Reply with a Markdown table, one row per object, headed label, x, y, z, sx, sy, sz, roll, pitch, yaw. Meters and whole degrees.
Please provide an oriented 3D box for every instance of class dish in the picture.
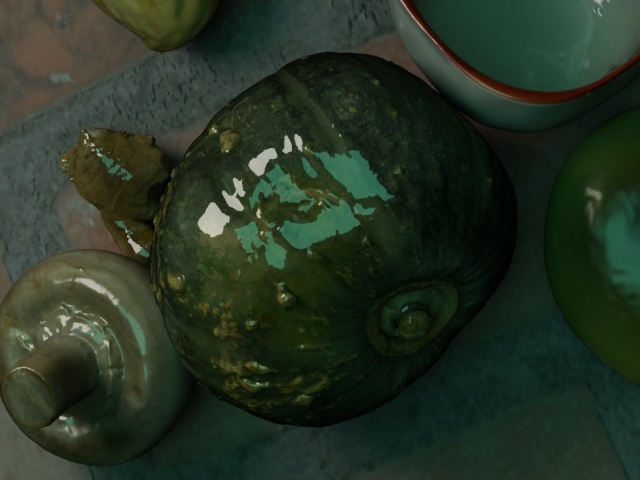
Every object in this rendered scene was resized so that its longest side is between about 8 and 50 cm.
| label | x | y | z | sx | sy | sz | roll | pitch | yaw |
| --- | --- | --- | --- | --- | --- | --- | --- | --- | --- |
| dish | 0.179 | -0.201 | 1.537 | 0.256 | 0.117 | 0.256 | 3 | 62 | -5 |

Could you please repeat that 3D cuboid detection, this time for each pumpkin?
| label | x | y | z | sx | sy | sz | roll | pitch | yaw |
| --- | --- | --- | --- | --- | --- | --- | --- | --- | --- |
| pumpkin | 0.000 | 0.000 | 1.513 | 0.327 | 0.291 | 0.257 | -39 | 49 | 0 |

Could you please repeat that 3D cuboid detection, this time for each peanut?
| label | x | y | z | sx | sy | sz | roll | pitch | yaw |
| --- | --- | --- | --- | --- | --- | --- | --- | --- | --- |
| peanut | -0.201 | -0.326 | 1.647 | 0.147 | 0.147 | 0.319 | -36 | 78 | 10 |

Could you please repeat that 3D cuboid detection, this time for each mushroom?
| label | x | y | z | sx | sy | sz | roll | pitch | yaw |
| --- | --- | --- | --- | --- | --- | --- | --- | --- | --- |
| mushroom | -0.225 | 0.116 | 1.599 | 0.207 | 0.215 | 0.207 | 4 | 103 | 20 |

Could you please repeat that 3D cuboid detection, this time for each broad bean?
| label | x | y | z | sx | sy | sz | roll | pitch | yaw |
| --- | --- | --- | --- | --- | --- | --- | --- | --- | --- |
| broad bean | 0.323 | 0.019 | 1.521 | 0.238 | 0.119 | 0.291 | -34 | 81 | 11 |

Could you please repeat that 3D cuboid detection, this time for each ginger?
| label | x | y | z | sx | sy | sz | roll | pitch | yaw |
| --- | --- | --- | --- | --- | --- | --- | --- | --- | --- |
| ginger | -0.177 | -0.042 | 1.673 | 0.096 | 0.067 | 0.165 | -31 | 95 | 11 |
